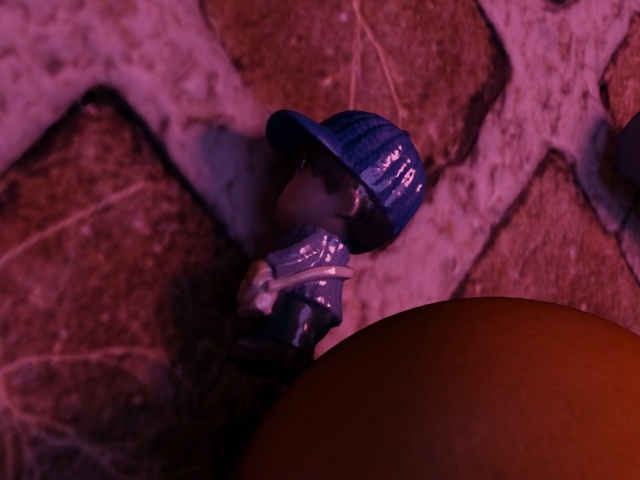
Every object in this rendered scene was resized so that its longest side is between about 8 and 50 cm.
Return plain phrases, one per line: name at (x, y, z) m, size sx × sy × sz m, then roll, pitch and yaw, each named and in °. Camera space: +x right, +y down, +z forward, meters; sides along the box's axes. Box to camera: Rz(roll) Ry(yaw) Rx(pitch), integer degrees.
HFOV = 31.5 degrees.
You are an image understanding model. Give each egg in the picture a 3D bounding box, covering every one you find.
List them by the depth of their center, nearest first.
egg at (0.099, 0.161, 0.544) m, size 0.322 × 0.250 × 0.250 m, roll 33°, pitch 67°, yaw -45°

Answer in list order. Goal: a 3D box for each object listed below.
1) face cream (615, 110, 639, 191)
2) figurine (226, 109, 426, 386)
face cream at (0.364, 0.014, 0.887) m, size 0.385 × 0.086 × 0.135 m, roll 32°, pitch 111°, yaw -35°
figurine at (0.000, 0.000, 0.584) m, size 0.086 × 0.087 × 0.149 m, roll 66°, pitch 40°, yaw -68°
